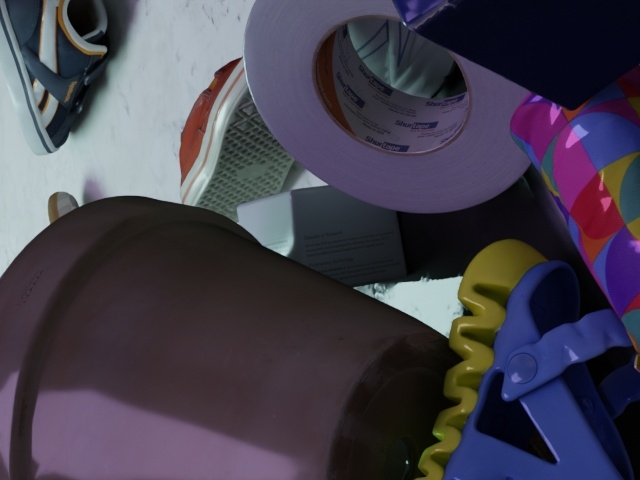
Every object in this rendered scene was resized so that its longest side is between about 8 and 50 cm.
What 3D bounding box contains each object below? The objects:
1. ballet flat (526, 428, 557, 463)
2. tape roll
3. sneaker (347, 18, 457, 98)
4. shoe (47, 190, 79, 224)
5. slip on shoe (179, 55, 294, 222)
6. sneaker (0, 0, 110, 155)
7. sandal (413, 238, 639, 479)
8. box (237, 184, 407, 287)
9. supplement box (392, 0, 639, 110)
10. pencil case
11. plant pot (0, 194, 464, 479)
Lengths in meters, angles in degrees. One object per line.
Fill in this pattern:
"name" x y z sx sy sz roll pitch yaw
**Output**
"ballet flat" 0.154 0.183 1.185 0.206 0.067 0.073 55 140 40
"tape roll" 0.060 -0.125 1.155 0.219 0.072 0.219 13 132 15
"sneaker" 0.066 -0.206 1.205 0.297 0.129 0.111 -62 39 42
"shoe" -0.259 0.026 1.900 0.076 0.058 0.219 71 176 -55
"slip on shoe" -0.052 -0.125 1.447 0.331 0.123 0.101 129 132 -57
"sneaker" -0.294 -0.206 1.857 0.321 0.128 0.126 87 169 -62
"sandal" 0.141 0.153 1.083 0.138 0.126 0.317 4 77 35
"box" 0.000 0.000 1.385 0.101 0.102 0.087 -12 87 61
"supplement box" 0.109 -0.289 0.983 0.194 0.195 0.356 -35 61 25
"pencil case" 0.204 -0.001 1.035 0.104 0.104 0.236 -57 45 48
"plant pot" -0.050 0.136 1.190 0.280 0.323 0.323 6 101 38
